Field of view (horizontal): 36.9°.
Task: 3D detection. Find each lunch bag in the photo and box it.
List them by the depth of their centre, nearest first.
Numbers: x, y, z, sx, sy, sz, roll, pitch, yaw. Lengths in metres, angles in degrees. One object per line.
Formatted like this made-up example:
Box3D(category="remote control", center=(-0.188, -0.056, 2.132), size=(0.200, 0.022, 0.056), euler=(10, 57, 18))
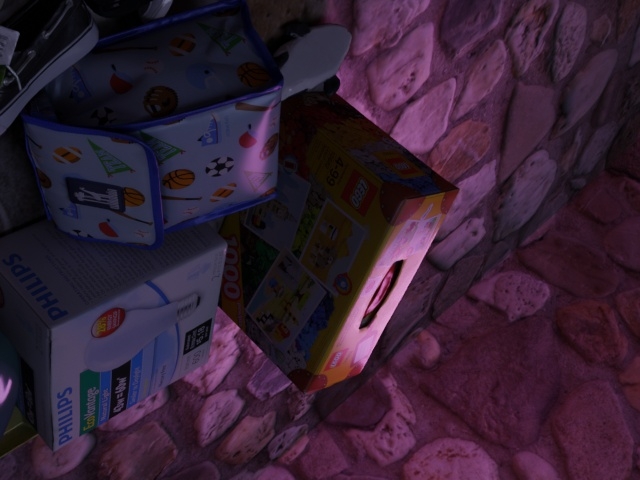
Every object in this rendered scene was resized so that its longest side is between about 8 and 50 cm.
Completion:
Box3D(category="lunch bag", center=(-0.264, -0.160, 1.521), size=(0.385, 0.239, 0.328), euler=(-18, 151, -16))

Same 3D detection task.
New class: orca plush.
Box3D(category="orca plush", center=(-0.053, -0.301, 1.798), size=(0.102, 0.151, 0.287), euler=(-18, -140, 55))

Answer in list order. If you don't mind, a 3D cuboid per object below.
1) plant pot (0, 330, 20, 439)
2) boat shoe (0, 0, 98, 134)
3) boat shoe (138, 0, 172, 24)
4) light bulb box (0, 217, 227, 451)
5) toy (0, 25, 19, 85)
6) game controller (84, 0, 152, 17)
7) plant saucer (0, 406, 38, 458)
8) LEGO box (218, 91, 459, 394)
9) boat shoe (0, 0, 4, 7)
Box3D(category="plant pot", center=(-0.613, 0.238, 1.503), size=(0.293, 0.293, 0.235), euler=(98, 15, -48))
Box3D(category="boat shoe", center=(-0.438, -0.238, 1.312), size=(0.306, 0.113, 0.105), euler=(-42, 146, -17))
Box3D(category="boat shoe", center=(-0.243, -0.409, 1.429), size=(0.063, 0.066, 0.184), euler=(6, 128, -38))
Box3D(category="light bulb box", center=(-0.392, 0.126, 1.735), size=(0.361, 0.225, 0.358), euler=(-29, 148, -35))
Box3D(category="toy", center=(-0.515, -0.244, 1.201), size=(0.237, 0.056, 0.137), euler=(17, 113, -24))
Box3D(category="game controller", center=(-0.202, -0.437, 1.343), size=(0.319, 0.067, 0.166), euler=(-32, 141, -12))
Box3D(category="plant saucer", center=(-0.646, 0.363, 1.873), size=(0.188, 0.045, 0.188), euler=(-31, 149, -30))
Box3D(category="LEGO box", center=(0.000, 0.000, 1.982), size=(0.193, 0.372, 0.500), euler=(-13, 137, -48))
Box3D(category="boat shoe", center=(-0.435, -0.348, 1.248), size=(0.049, 0.042, 0.133), euler=(-56, 169, -51))
